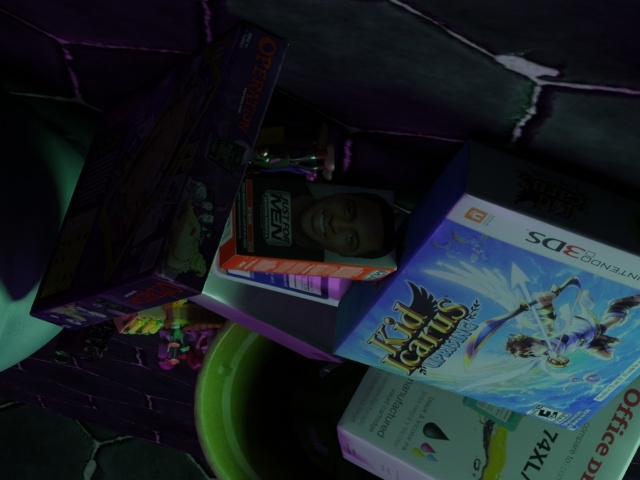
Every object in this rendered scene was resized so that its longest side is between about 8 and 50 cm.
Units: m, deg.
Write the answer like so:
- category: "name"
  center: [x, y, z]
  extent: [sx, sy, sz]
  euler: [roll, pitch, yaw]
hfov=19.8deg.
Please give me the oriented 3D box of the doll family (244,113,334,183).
- category: "doll family"
  center: [-0.053, -0.068, 1.549]
  extent: [0.111, 0.076, 0.193]
  euler: [-1, 162, -6]

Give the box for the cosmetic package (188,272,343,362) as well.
- category: "cosmetic package"
  center: [-0.062, 0.041, 1.923]
  extent: [0.239, 0.099, 0.060]
  euler: [30, 163, -38]

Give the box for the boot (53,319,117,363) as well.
- category: "boot"
  center: [-0.243, 0.087, 2.214]
  extent: [0.077, 0.137, 0.198]
  euler: [27, 162, -31]

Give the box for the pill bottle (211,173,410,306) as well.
- category: "pill bottle"
  center: [0.000, 0.000, 1.670]
  extent: [0.187, 0.112, 0.112]
  euler: [14, 165, 13]

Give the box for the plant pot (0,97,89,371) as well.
- category: "plant pot"
  center: [-0.317, -0.010, 1.748]
  extent: [0.293, 0.293, 0.196]
  euler: [2, -174, 45]

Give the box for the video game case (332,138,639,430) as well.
- category: "video game case"
  center: [0.173, 0.049, 1.550]
  extent: [0.244, 0.061, 0.269]
  euler: [20, 142, -13]

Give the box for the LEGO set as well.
- category: "LEGO set"
  center: [-0.150, 0.131, 2.151]
  extent: [0.132, 0.107, 0.287]
  euler: [-5, 171, 6]

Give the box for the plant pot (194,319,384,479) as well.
- category: "plant pot"
  center: [0.021, 0.197, 2.144]
  extent: [0.276, 0.276, 0.254]
  euler: [13, 176, 15]

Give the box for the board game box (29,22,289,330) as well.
- category: "board game box"
  center: [-0.140, -0.041, 1.492]
  extent: [0.056, 0.208, 0.347]
  euler: [19, 166, -20]

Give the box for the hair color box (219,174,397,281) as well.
- category: "hair color box"
  center: [-0.011, -0.009, 1.498]
  extent: [0.141, 0.072, 0.043]
  euler: [5, 162, -22]

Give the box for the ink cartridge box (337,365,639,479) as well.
- category: "ink cartridge box"
  center: [0.183, 0.187, 1.875]
  extent: [0.270, 0.198, 0.197]
  euler: [27, 168, 10]
